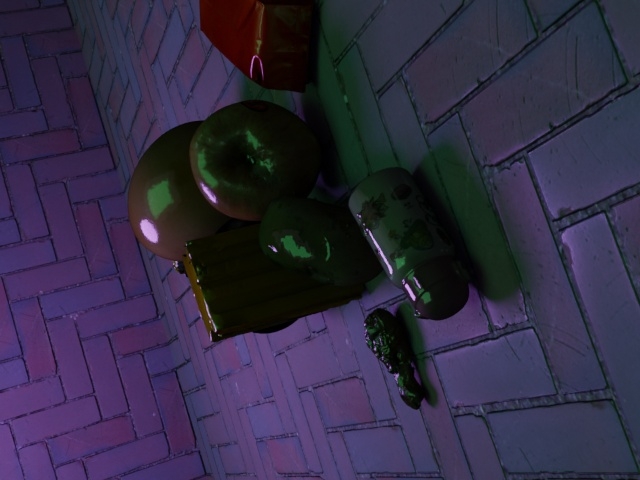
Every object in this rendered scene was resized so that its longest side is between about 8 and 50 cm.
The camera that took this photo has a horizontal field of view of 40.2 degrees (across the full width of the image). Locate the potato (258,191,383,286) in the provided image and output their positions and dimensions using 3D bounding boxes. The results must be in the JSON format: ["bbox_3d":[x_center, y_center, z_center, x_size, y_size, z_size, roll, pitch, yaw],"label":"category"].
[{"bbox_3d":[0.000,0.000,1.605,0.262,0.165,0.165,14,120,34],"label":"potato"}]

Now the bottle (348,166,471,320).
[{"bbox_3d":[0.148,0.010,1.389,0.253,0.120,0.120,60,153,28],"label":"bottle"}]

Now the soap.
[{"bbox_3d":[-0.096,0.068,1.725,0.096,0.324,0.204,122,131,-61],"label":"soap"}]

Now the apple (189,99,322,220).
[{"bbox_3d":[-0.128,-0.159,1.741,0.194,0.261,0.261,-14,-91,-77],"label":"apple"}]

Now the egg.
[{"bbox_3d":[-0.296,-0.113,2.062,0.374,0.301,0.301,-38,60,21],"label":"egg"}]

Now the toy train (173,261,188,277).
[{"bbox_3d":[-0.329,-0.022,2.356,0.261,0.134,0.177,-83,-16,-48],"label":"toy train"}]

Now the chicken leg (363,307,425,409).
[{"bbox_3d":[0.140,0.220,1.616,0.085,0.069,0.198,-35,76,41],"label":"chicken leg"}]

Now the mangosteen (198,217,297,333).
[{"bbox_3d":[-0.153,0.086,1.894,0.275,0.302,0.275,22,128,31],"label":"mangosteen"}]

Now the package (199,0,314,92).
[{"bbox_3d":[-0.145,-0.464,1.777,0.423,0.123,0.196,51,145,43],"label":"package"}]
